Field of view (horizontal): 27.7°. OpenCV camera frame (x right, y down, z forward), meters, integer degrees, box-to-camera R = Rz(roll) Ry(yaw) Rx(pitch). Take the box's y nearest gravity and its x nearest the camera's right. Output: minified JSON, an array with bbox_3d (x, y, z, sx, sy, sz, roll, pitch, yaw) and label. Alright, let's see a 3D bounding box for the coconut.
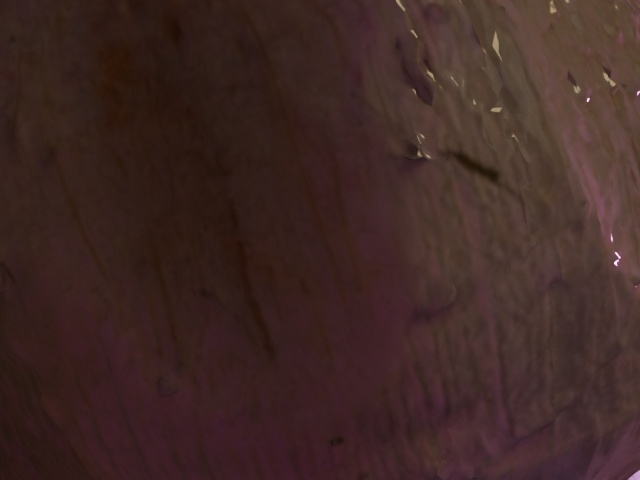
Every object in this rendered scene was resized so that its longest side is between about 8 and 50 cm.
[{"bbox_3d":[0.000,0.000,0.475,0.254,0.297,0.297,71,19,2],"label":"coconut"}]
